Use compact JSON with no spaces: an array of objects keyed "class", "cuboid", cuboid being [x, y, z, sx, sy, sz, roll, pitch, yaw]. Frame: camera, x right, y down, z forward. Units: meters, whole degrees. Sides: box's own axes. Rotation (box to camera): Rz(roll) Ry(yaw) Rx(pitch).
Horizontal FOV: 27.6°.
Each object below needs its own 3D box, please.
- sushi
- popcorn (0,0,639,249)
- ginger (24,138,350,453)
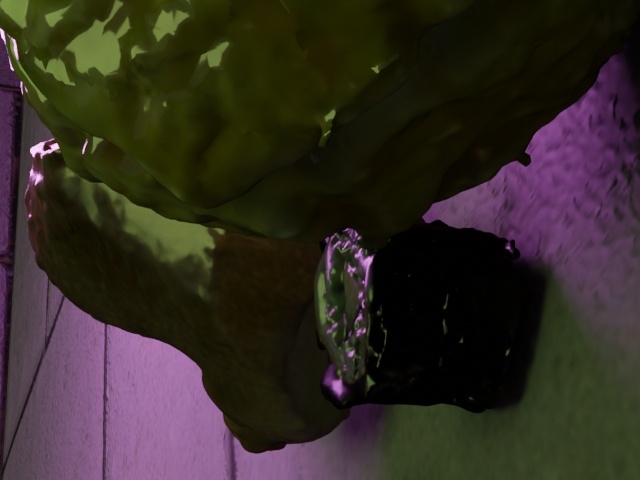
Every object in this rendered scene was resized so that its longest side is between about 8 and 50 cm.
[{"class":"sushi","cuboid":[0.044,0.034,0.618,0.098,0.084,0.094,-179,92,-76]},{"class":"popcorn","cuboid":[-0.005,-0.125,0.530,0.247,0.282,0.282,45,138,15]},{"class":"ginger","cuboid":[-0.068,0.019,0.781,0.276,0.130,0.221,-14,102,53]}]
